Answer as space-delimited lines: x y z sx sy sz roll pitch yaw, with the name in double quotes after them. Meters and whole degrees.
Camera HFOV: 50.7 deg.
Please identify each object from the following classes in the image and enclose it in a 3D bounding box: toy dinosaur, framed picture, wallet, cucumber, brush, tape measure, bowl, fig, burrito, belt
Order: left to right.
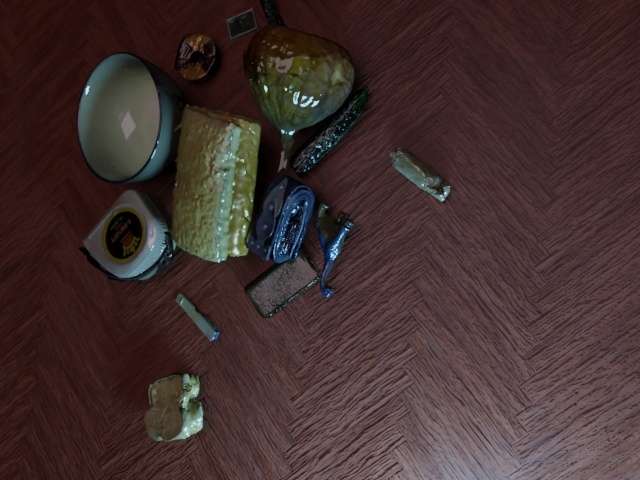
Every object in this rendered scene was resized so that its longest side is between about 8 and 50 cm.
-0.530 0.019 1.903 0.271 0.133 0.231 -43 66 12 "tape measure"
-0.491 -0.324 1.867 0.354 0.185 0.353 0 90 35 "bowl"
-0.340 0.209 1.871 0.178 0.030 0.033 43 115 28 "brush"
-0.224 -0.615 1.917 0.089 0.007 0.066 -17 80 17 "framed picture"
-0.142 -0.647 1.874 0.044 0.043 0.256 -22 78 11 "cucumber"
-0.102 0.112 1.794 0.198 0.031 0.110 -38 75 12 "wallet"
-0.087 -0.050 1.734 0.128 0.122 0.218 28 104 41 "belt"
-0.079 -0.350 1.703 0.286 0.286 0.368 18 96 20 "fig"
0.000 0.000 1.752 0.247 0.075 0.188 48 113 33 "toy dinosaur"
0.029 -0.285 1.768 0.293 0.067 0.067 -44 73 9 "cucumber"
0.248 -0.170 1.692 0.188 0.045 0.058 41 91 20 "burrito"

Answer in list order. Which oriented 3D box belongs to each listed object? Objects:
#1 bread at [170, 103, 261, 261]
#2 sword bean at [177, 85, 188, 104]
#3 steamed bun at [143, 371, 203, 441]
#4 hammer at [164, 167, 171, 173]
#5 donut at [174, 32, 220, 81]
-0.283 -0.153 1.756 0.237 0.165 0.375 24 114 37 "bread"
-0.378 -0.328 1.929 0.043 0.038 0.269 -20 78 -9 "sword bean"
-0.392 0.455 1.826 0.192 0.106 0.177 -25 64 28 "steamed bun"
-0.416 -0.242 1.943 0.110 0.019 0.035 -46 73 7 "hammer"
-0.348 -0.518 1.923 0.140 0.059 0.140 -2 83 19 "donut"
